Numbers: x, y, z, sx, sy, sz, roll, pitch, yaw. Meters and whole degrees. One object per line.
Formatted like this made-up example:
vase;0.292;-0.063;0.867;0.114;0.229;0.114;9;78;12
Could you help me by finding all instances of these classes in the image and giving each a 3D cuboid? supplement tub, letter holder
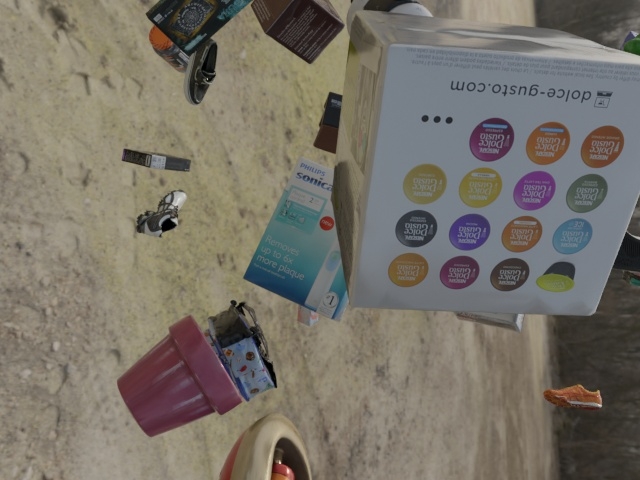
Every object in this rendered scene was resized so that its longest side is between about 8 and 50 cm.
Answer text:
supplement tub;-0.504;-0.668;1.951;0.190;0.117;0.116;28;60;-74
letter holder;0.143;-0.435;2.251;0.214;0.302;0.151;123;-20;-68

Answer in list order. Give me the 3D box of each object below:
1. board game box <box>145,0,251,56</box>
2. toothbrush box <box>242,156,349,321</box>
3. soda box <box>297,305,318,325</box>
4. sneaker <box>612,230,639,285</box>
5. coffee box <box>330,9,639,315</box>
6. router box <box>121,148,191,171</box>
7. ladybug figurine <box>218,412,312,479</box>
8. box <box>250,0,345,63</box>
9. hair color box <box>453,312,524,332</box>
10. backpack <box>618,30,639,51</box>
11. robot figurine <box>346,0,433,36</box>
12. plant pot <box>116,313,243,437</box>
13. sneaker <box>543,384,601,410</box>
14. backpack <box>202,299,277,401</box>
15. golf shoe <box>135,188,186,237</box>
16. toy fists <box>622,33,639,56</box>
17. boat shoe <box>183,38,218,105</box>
board game box;-0.244;-0.478;1.151;0.126;0.186;0.026;39;16;-55
toothbrush box;0.000;0.000;1.231;0.295;0.217;0.126;-64;168;-7
soda box;-0.041;0.224;2.101;0.058;0.063;0.183;-25;126;-50
sneaker;0.729;0.027;1.358;0.123;0.296;0.178;-69;163;-2
coffee box;0.206;-0.122;0.807;0.338;0.338;0.334;-98;-168;-62
router box;-0.538;-0.264;1.857;0.179;0.133;0.046;-3;107;-60
ladybug figurine;-0.136;0.609;1.295;0.305;0.162;0.449;62;16;-24
box;-0.069;-0.686;1.720;0.203;0.167;0.168;20;37;-45
hair color box;0.525;0.061;1.650;0.113;0.186;0.374;45;59;-56
backpack;0.750;-0.427;1.355;0.101;0.098;0.120;-59;173;-51
robot figurine;0.178;-0.546;1.442;0.209;0.174;0.278;45;7;-47
plant pot;-0.275;0.271;1.080;0.180;0.201;0.201;-30;123;-15
sneaker;0.743;0.460;1.674;0.064;0.175;0.067;110;-12;-58
backpack;-0.249;0.355;1.709;0.263;0.213;0.276;62;-6;-18
golf shoe;-0.432;-0.070;1.613;0.198;0.094;0.077;-52;162;-41
toy fists;0.552;-0.280;0.975;0.142;0.279;0.096;51;-25;30
boat shoe;-0.353;-0.498;1.683;0.078;0.070;0.219;-29;145;-46
